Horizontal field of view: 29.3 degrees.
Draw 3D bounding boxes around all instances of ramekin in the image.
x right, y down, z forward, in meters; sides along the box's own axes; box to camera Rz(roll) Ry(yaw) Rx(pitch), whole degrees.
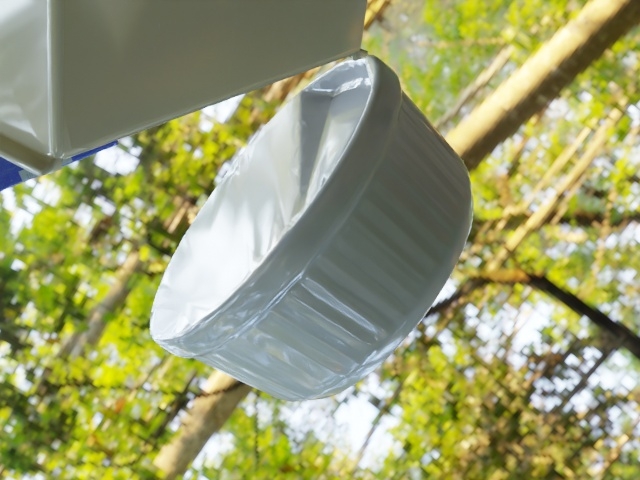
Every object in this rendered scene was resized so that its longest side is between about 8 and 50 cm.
[{"bbox_3d":[0.000,0.000,0.938,0.127,0.273,0.273,37,-157,-17],"label":"ramekin"}]

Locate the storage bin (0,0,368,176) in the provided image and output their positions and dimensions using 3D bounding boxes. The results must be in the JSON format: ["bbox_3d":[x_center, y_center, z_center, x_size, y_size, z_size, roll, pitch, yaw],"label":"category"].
[{"bbox_3d":[-0.139,-0.167,0.696,0.260,0.123,0.262,25,-145,31],"label":"storage bin"}]

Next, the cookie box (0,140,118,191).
[{"bbox_3d":[-0.171,-0.068,0.724,0.107,0.092,0.040,-133,22,-68],"label":"cookie box"}]
